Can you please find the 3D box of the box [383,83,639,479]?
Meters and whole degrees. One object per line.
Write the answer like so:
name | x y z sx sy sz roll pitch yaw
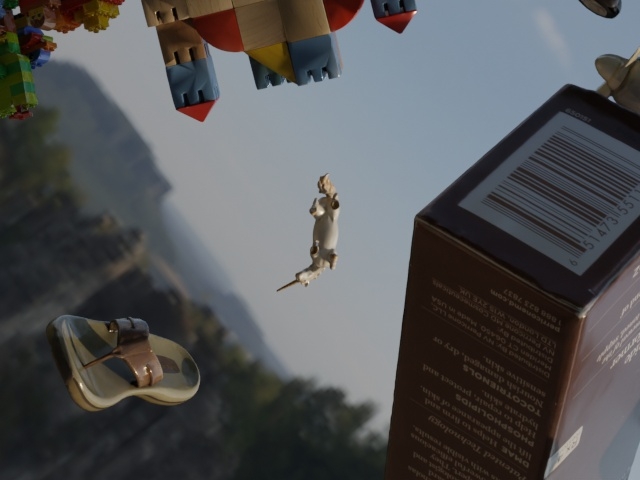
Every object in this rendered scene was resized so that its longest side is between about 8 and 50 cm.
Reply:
box | 0.158 0.098 1.123 0.143 0.191 0.381 32 -37 24

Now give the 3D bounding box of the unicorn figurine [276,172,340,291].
unicorn figurine | 0.000 0.000 1.938 0.060 0.162 0.111 21 -3 0

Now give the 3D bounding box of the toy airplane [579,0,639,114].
toy airplane | 0.445 -0.271 1.582 0.272 0.384 0.386 42 36 -71

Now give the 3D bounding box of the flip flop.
flip flop | -0.204 0.127 1.662 0.277 0.080 0.112 17 45 -60

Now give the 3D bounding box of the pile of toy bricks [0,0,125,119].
pile of toy bricks | -0.271 -0.150 1.297 0.118 0.212 0.105 2 74 -62

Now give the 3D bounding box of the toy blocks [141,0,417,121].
toy blocks | -0.047 -0.280 1.657 0.191 0.381 0.260 -76 153 -78
